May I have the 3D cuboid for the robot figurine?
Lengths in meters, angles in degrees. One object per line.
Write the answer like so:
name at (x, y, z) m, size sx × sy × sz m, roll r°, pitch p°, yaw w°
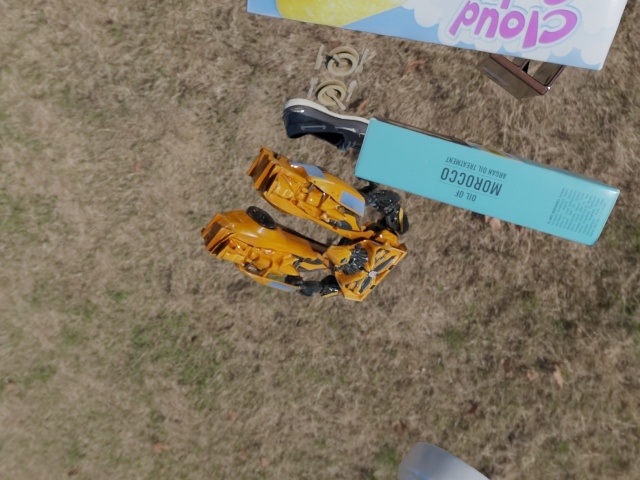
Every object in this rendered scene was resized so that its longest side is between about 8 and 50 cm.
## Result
robot figurine at (0.000, 0.000, 0.681) m, size 0.291 × 0.085 × 0.211 m, roll 23°, pitch 116°, yaw -39°

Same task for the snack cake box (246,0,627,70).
snack cake box at (0.087, -0.214, 0.411) m, size 0.264 × 0.152 × 0.089 m, roll 10°, pitch 116°, yaw 2°

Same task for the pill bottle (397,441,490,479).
pill bottle at (0.063, 0.337, 0.448) m, size 0.162 × 0.278 × 0.162 m, roll 35°, pitch 156°, yaw 19°

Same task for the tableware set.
tableware set at (0.043, -0.413, 1.298) m, size 0.128 × 0.039 × 0.194 m, roll -1°, pitch 152°, yaw -15°

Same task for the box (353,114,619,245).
box at (0.162, -0.069, 0.528) m, size 0.244 × 0.100 × 0.060 m, roll 17°, pitch 108°, yaw 3°

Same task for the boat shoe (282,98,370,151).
boat shoe at (0.027, -0.178, 0.865) m, size 0.206 × 0.065 × 0.075 m, roll 13°, pitch 157°, yaw -31°

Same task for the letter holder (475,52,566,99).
letter holder at (0.513, -0.475, 1.205) m, size 0.152 × 0.302 × 0.214 m, roll 37°, pitch 108°, yaw 1°
